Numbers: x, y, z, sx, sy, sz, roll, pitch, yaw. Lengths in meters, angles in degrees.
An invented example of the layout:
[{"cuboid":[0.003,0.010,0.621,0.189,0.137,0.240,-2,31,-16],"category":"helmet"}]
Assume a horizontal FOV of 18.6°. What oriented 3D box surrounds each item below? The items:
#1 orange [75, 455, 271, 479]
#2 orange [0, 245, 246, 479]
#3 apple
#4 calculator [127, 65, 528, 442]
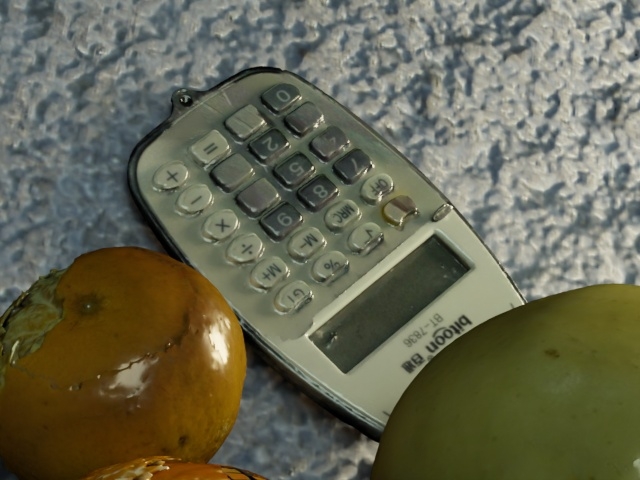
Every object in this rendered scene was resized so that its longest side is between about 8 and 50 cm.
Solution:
[{"cuboid":[-0.069,0.221,0.960,0.182,0.234,0.234,-2,59,-57],"category":"orange"},{"cuboid":[-0.115,0.080,1.082,0.156,0.134,0.156,-10,32,6],"category":"orange"},{"cuboid":[0.160,0.154,1.078,0.262,0.262,0.262,10,60,-17],"category":"apple"},{"cuboid":[0.000,0.000,1.217,0.177,0.040,0.268,-36,80,-33],"category":"calculator"}]
